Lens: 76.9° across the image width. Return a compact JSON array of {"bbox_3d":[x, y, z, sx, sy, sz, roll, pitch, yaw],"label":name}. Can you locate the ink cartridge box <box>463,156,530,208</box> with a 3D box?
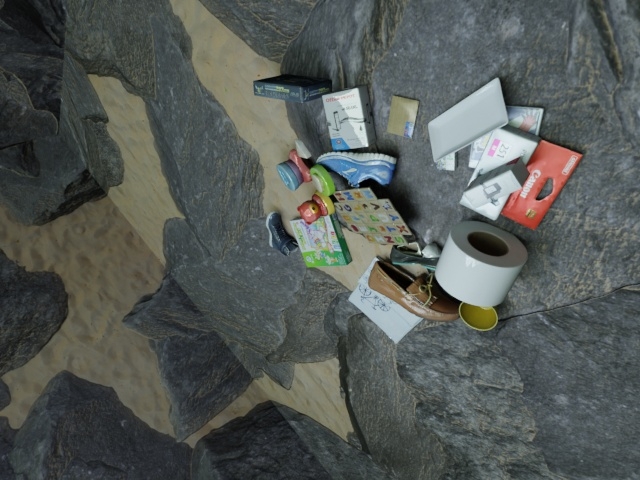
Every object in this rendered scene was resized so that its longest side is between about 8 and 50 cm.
[{"bbox_3d":[0.506,-0.164,1.162,0.150,0.109,0.063,-29,99,47],"label":"ink cartridge box"}]

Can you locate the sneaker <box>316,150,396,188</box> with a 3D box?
[{"bbox_3d":[0.119,-0.255,1.509,0.330,0.130,0.147,11,100,36],"label":"sneaker"}]

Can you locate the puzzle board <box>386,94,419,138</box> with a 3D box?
[{"bbox_3d":[0.281,-0.422,1.378,0.096,0.011,0.128,24,129,26],"label":"puzzle board"}]

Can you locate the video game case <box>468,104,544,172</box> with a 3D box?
[{"bbox_3d":[0.552,-0.304,1.215,0.184,0.023,0.201,17,125,32],"label":"video game case"}]

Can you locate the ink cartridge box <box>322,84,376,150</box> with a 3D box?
[{"bbox_3d":[0.104,-0.439,1.451,0.148,0.086,0.203,0,116,32],"label":"ink cartridge box"}]

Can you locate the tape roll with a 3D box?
[{"bbox_3d":[0.518,0.072,1.319,0.246,0.246,0.169,28,130,24],"label":"tape roll"}]

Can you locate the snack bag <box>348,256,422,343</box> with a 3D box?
[{"bbox_3d":[0.291,0.273,1.783,0.323,0.037,0.342,41,135,12],"label":"snack bag"}]

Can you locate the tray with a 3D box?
[{"bbox_3d":[0.441,-0.352,1.218,0.270,0.030,0.145,-26,67,55],"label":"tray"}]

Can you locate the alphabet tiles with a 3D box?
[{"bbox_3d":[0.189,-0.088,1.556,0.285,0.011,0.343,51,157,-24],"label":"alphabet tiles"}]

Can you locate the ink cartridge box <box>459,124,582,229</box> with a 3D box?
[{"bbox_3d":[0.585,-0.178,1.210,0.239,0.060,0.275,32,133,22],"label":"ink cartridge box"}]

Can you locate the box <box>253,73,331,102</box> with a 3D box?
[{"bbox_3d":[-0.103,-0.564,1.488,0.233,0.183,0.059,20,127,31],"label":"box"}]

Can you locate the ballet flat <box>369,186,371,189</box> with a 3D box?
[{"bbox_3d":[0.169,-0.181,1.591,0.057,0.052,0.168,9,121,35],"label":"ballet flat"}]

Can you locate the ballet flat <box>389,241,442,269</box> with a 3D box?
[{"bbox_3d":[0.386,0.056,1.532,0.281,0.095,0.096,7,108,37],"label":"ballet flat"}]

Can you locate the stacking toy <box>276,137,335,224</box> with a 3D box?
[{"bbox_3d":[-0.074,-0.229,1.622,0.309,0.130,0.279,53,166,11],"label":"stacking toy"}]

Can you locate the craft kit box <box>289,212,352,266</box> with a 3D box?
[{"bbox_3d":[0.000,0.000,1.846,0.247,0.061,0.249,-5,112,45],"label":"craft kit box"}]

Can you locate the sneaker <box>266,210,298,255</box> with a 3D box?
[{"bbox_3d":[-0.180,-0.026,1.944,0.163,0.086,0.226,33,143,34],"label":"sneaker"}]

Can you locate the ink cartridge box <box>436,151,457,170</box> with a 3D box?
[{"bbox_3d":[0.416,-0.292,1.331,0.063,0.029,0.115,12,123,35],"label":"ink cartridge box"}]

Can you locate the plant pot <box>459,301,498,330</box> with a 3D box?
[{"bbox_3d":[0.589,0.246,1.472,0.134,0.095,0.134,21,127,30],"label":"plant pot"}]

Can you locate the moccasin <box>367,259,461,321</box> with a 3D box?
[{"bbox_3d":[0.371,0.191,1.581,0.380,0.139,0.146,30,123,29],"label":"moccasin"}]

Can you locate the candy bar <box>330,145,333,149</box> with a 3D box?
[{"bbox_3d":[0.061,-0.424,1.556,0.040,0.018,0.161,23,128,28],"label":"candy bar"}]
